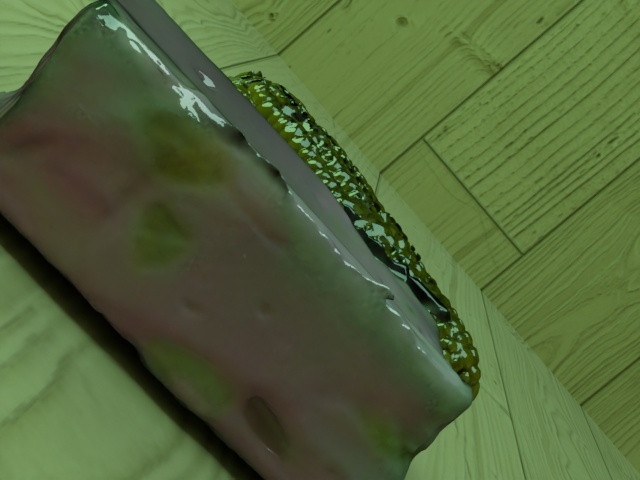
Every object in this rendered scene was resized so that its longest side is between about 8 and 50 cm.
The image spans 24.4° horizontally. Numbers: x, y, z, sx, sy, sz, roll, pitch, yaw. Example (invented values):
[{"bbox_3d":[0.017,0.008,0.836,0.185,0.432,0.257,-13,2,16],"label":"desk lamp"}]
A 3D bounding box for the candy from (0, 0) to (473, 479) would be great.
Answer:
[{"bbox_3d":[-0.047,0.004,0.732,0.265,0.116,0.155,48,9,-14],"label":"candy"}]

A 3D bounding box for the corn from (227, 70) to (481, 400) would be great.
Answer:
[{"bbox_3d":[0.000,0.000,1.035,0.318,0.115,0.115,54,9,27],"label":"corn"}]
